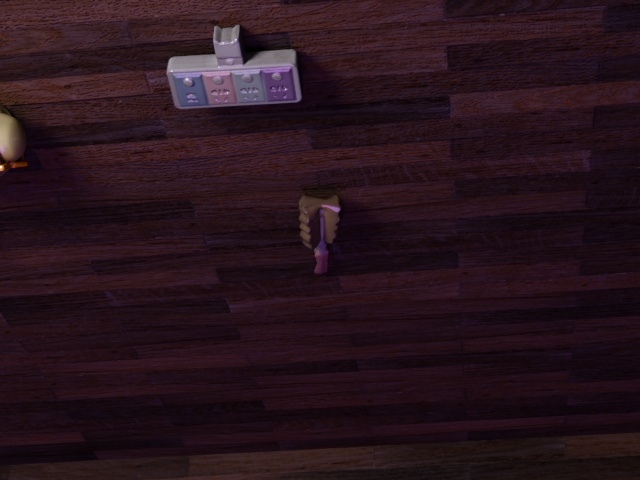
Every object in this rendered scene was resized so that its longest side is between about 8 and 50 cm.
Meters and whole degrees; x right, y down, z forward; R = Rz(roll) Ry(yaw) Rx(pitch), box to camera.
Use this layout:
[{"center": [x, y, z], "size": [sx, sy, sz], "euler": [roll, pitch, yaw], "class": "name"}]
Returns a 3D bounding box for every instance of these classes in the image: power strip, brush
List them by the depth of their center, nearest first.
[{"center": [-0.141, -0.286, 2.062], "size": [0.215, 0.061, 0.145], "euler": [-3, 140, 3], "class": "power strip"}, {"center": [0.000, 0.000, 2.491], "size": [0.084, 0.071, 0.301], "euler": [-3, 152, -2], "class": "brush"}]

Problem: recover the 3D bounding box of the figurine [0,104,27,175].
[{"center": [-0.623, -0.165, 2.181], "size": [0.262, 0.154, 0.180], "euler": [0, 160, 31], "class": "figurine"}]
